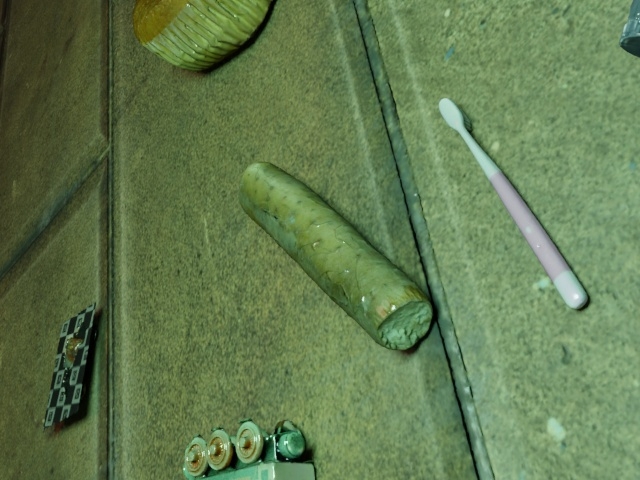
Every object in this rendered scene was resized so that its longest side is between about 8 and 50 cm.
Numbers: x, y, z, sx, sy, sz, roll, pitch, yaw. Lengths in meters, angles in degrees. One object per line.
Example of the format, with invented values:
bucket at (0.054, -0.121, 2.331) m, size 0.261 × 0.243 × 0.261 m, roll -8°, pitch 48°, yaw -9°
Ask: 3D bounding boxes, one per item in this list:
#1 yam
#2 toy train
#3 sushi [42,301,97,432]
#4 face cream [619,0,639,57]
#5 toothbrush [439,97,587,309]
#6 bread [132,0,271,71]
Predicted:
yam at (0.000, 0.000, 0.950) m, size 0.371 × 0.083 × 0.083 m, roll 40°, pitch 106°, yaw 52°
toy train at (-0.088, 0.270, 0.935) m, size 0.194 × 0.080 × 0.125 m, roll -27°, pitch 58°, yaw 42°
sushi at (-0.411, 0.218, 1.418) m, size 0.139 × 0.031 × 0.201 m, roll -28°, pitch 50°, yaw 43°
face cream at (0.312, -0.291, 0.681) m, size 0.144 × 0.071 × 0.291 m, roll 11°, pitch 82°, yaw 52°
toothbrush at (0.175, -0.045, 0.788) m, size 0.020 × 0.025 × 0.286 m, roll -47°, pitch 43°, yaw 25°
bread at (-0.182, -0.392, 1.317) m, size 0.253 × 0.142 × 0.228 m, roll -25°, pitch 48°, yaw 47°
